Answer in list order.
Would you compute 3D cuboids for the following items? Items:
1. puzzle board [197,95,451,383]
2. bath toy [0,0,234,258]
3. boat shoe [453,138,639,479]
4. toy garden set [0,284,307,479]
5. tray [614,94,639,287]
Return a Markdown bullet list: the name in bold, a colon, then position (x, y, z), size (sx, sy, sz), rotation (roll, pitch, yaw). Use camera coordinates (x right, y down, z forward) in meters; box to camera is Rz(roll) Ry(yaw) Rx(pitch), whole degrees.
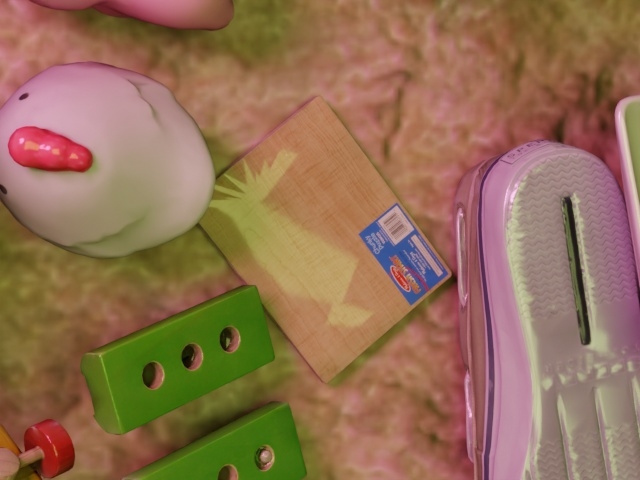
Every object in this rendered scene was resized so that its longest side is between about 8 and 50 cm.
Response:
- **puzzle board**: position (0.000, 0.000, 0.860), size (0.096, 0.011, 0.128), rotation (-40, 104, -11)
- **bath toy**: position (-0.104, -0.166, 0.758), size (0.151, 0.129, 0.348), rotation (9, 91, 17)
- **boat shoe**: position (0.131, 0.095, 0.861), size (0.109, 0.094, 0.302), rotation (-5, 94, -15)
- **toy garden set**: position (-0.089, 0.170, 0.801), size (0.203, 0.049, 0.244), rotation (-23, 104, -41)
- **tray**: position (0.252, -0.021, 0.874), size (0.270, 0.030, 0.145), rotation (-12, 95, -40)
